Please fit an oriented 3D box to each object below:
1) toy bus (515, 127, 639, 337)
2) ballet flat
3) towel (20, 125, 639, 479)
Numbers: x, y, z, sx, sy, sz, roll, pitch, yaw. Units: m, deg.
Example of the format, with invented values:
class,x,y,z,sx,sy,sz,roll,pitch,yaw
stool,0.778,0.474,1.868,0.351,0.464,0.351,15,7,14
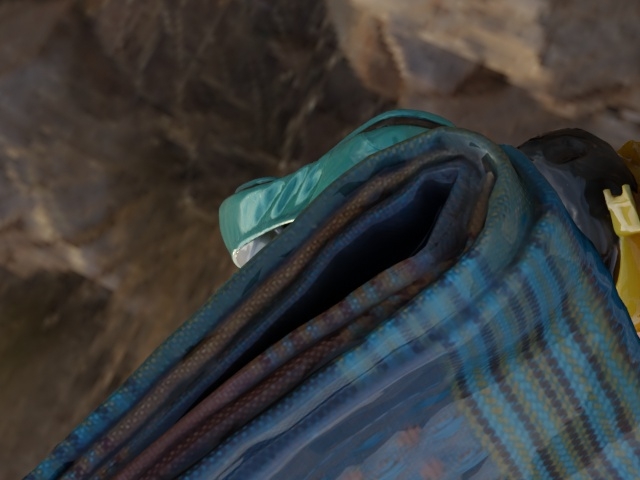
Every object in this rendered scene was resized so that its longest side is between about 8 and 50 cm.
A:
class,x,y,z,sx,sy,sz,roll,pitch,yaw
toy bus,0.180,0.040,0.716,0.220,0.149,0.211,-13,94,57
ballet flat,0.000,0.000,1.100,0.083,0.087,0.247,17,161,-21
towel,0.011,0.165,0.499,0.040,0.271,0.370,43,172,43
